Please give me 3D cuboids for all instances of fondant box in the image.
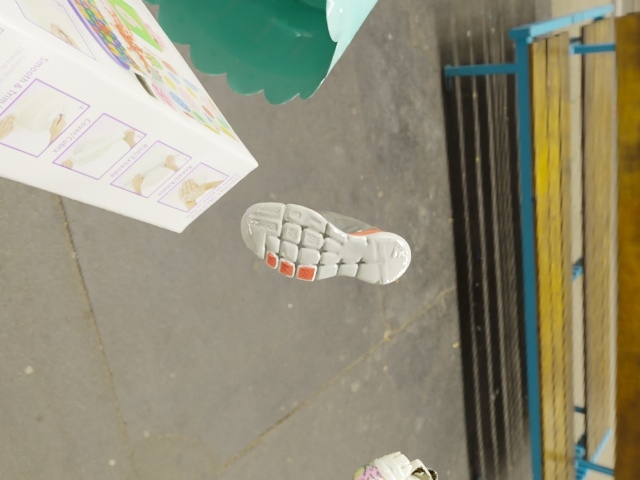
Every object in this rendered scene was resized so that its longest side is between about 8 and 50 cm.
[{"bbox_3d":[-0.208,-0.148,0.431,0.096,0.238,0.330,-41,157,12],"label":"fondant box"}]

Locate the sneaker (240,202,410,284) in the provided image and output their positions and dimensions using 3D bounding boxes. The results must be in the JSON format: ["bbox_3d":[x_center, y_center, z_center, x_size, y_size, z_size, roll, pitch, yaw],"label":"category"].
[{"bbox_3d":[0.000,0.000,0.584,0.157,0.065,0.061,17,105,-24],"label":"sneaker"}]

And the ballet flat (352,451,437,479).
[{"bbox_3d":[0.134,0.399,1.121,0.079,0.077,0.221,-47,141,12],"label":"ballet flat"}]

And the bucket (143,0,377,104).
[{"bbox_3d":[-0.059,-0.317,0.755,0.183,0.281,0.281,-55,134,-27],"label":"bucket"}]
